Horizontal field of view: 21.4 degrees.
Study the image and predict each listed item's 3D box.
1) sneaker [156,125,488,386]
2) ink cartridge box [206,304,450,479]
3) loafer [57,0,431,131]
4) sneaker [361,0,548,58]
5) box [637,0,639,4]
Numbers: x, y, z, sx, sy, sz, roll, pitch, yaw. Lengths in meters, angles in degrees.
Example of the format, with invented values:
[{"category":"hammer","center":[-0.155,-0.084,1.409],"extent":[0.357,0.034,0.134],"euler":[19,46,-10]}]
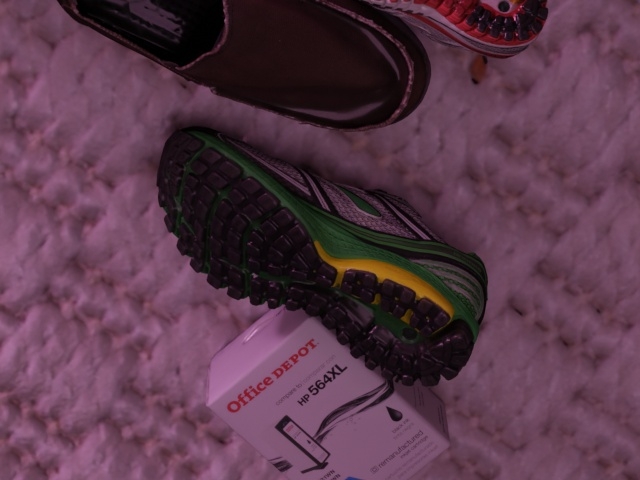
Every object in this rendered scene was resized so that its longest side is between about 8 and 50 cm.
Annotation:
[{"category":"sneaker","center":[0.000,0.000,1.591],"extent":[0.343,0.146,0.134],"euler":[33,129,0]},{"category":"ink cartridge box","center":[0.006,0.163,1.681],"extent":[0.148,0.086,0.203],"euler":[-41,110,17]},{"category":"loafer","center":[-0.078,-0.175,1.494],"extent":[0.366,0.130,0.134],"euler":[18,114,-9]},{"category":"sneaker","center":[0.086,-0.218,1.499],"extent":[0.225,0.093,0.088],"euler":[28,75,5]},{"category":"box","center":[0.295,-0.315,1.485],"extent":[0.145,0.038,0.186],"euler":[-33,110,14]}]
